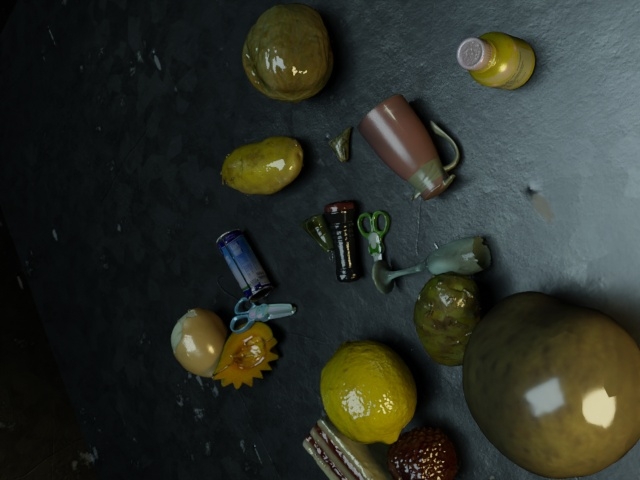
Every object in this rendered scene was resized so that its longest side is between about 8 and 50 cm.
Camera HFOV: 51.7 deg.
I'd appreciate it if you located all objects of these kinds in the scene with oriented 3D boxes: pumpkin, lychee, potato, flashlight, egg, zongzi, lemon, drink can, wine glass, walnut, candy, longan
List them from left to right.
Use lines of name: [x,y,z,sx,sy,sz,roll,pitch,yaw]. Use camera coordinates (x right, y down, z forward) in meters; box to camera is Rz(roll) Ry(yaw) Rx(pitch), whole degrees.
egg: [-0.398,0.355,2.249,0.244,0.201,0.201,50,125,8]
drink can: [-0.246,0.083,2.151,0.097,0.097,0.235,-46,68,34]
pumpkin: [-0.235,0.373,2.183,0.254,0.130,0.149,-37,37,8]
potato: [-0.179,-0.225,2.026,0.300,0.140,0.173,-7,84,35]
walnut: [-0.091,-0.526,1.857,0.227,0.283,0.283,121,132,-77]
zongzi: [0.000,0.000,1.976,0.154,0.062,0.130,61,150,-3]
flashlight: [0.069,0.004,1.888,0.093,0.093,0.232,-2,100,40]
zongzi: [0.074,-0.272,1.880,0.083,0.040,0.076,-33,81,20]
candy: [0.120,0.631,1.856,0.321,0.179,0.135,46,121,25]
lemon: [0.126,0.398,1.774,0.253,0.253,0.310,-48,52,34]
lychee: [0.271,0.583,1.729,0.188,0.188,0.188,6,99,40]
wine glass: [0.321,0.136,1.721,0.309,0.096,0.264,-17,108,39]
potato: [0.317,0.203,1.618,0.176,0.141,0.298,22,135,35]
longan: [0.489,0.300,1.399,0.404,0.336,0.404,-19,67,57]

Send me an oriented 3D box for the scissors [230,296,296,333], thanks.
scissors: [-0.186,0.234,2.143,0.256,0.030,0.125,-11,54,32]

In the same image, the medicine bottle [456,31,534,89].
medicine bottle: [0.384,-0.406,1.477,0.122,0.212,0.122,6,99,40]

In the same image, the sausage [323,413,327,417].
sausage: [0.047,0.516,2.003,0.026,0.026,0.116,54,126,21]

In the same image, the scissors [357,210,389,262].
scissors: [0.156,0.021,1.847,0.101,0.027,0.204,-7,89,42]

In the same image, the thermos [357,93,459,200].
thermos: [0.238,-0.235,1.684,0.176,0.146,0.265,-38,78,10]
